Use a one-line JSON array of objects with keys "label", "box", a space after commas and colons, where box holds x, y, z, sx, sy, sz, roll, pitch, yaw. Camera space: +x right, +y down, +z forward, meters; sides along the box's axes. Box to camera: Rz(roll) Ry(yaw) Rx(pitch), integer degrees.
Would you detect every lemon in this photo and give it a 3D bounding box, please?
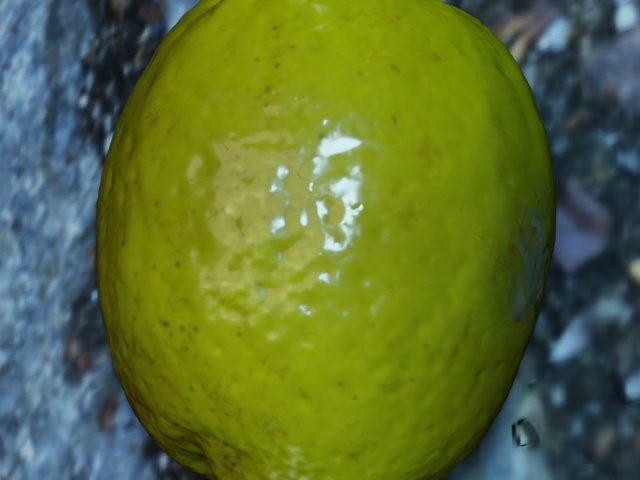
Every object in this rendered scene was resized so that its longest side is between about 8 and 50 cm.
[{"label": "lemon", "box": [0.000, 0.000, 0.668, 0.170, 0.170, 0.207, 1, 77, 44]}]
